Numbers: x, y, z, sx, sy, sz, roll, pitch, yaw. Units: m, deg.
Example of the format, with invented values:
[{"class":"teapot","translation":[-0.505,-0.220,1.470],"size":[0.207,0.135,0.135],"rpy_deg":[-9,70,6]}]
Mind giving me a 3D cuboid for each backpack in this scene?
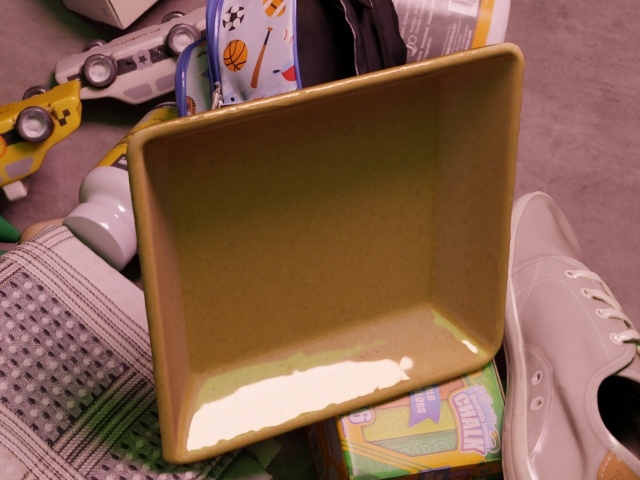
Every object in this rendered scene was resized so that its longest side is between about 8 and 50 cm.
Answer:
[{"class":"backpack","translation":[-0.015,-0.144,1.270],"size":[0.213,0.276,0.263],"rpy_deg":[0,95,23]}]

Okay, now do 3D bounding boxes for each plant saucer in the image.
[{"class":"plant saucer","translation":[0.000,0.000,1.080],"size":[0.332,0.333,0.081],"rpy_deg":[-15,38,-20]}]

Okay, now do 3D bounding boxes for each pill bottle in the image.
[{"class":"pill bottle","translation":[-0.178,-0.051,1.299],"size":[0.103,0.103,0.184],"rpy_deg":[31,50,6]},{"class":"pill bottle","translation":[0.060,-0.252,1.439],"size":[0.278,0.162,0.162],"rpy_deg":[12,60,-4]}]

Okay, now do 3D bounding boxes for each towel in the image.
[{"class":"towel","translation":[-0.200,0.148,1.109],"size":[0.324,0.056,0.312],"rpy_deg":[43,34,2]}]

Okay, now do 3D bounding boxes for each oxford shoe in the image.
[{"class":"oxford shoe","translation":[0.252,0.106,1.232],"size":[0.169,0.130,0.449],"rpy_deg":[46,29,-27]}]

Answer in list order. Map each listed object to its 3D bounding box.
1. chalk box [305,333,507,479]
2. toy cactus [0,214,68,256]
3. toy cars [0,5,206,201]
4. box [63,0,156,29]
[{"class":"chalk box","translation":[0.104,0.174,1.233],"size":[0.213,0.132,0.132],"rpy_deg":[-8,64,-15]},{"class":"toy cactus","translation":[-0.304,0.030,1.264],"size":[0.219,0.112,0.180],"rpy_deg":[45,44,16]},{"class":"toy cars","translation":[-0.249,-0.135,1.326],"size":[0.393,0.176,0.087],"rpy_deg":[-38,119,-40]},{"class":"box","translation":[-0.178,-0.365,1.457],"size":[0.113,0.094,0.275],"rpy_deg":[23,59,38]}]
